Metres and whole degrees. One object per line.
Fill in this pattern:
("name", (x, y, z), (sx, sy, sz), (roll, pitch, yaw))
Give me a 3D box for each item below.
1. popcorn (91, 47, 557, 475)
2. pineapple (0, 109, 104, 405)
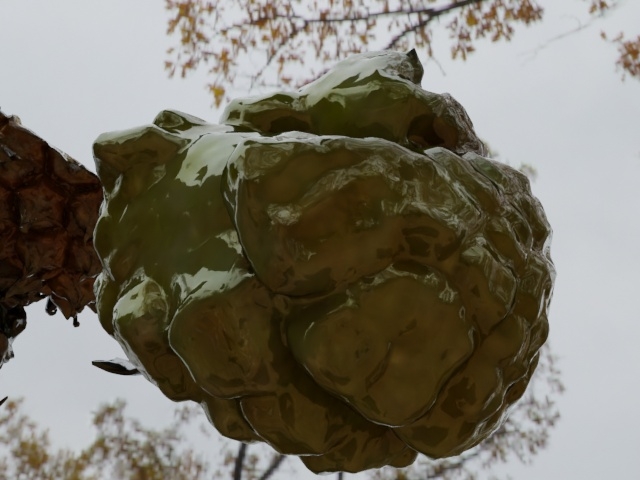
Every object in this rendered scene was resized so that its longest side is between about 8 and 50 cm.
("popcorn", (-0.004, 0.011, 0.395), (0.173, 0.173, 0.142), (12, -59, -10))
("pineapple", (-0.278, 0.045, 0.862), (0.262, 0.262, 0.271), (42, -99, -28))
